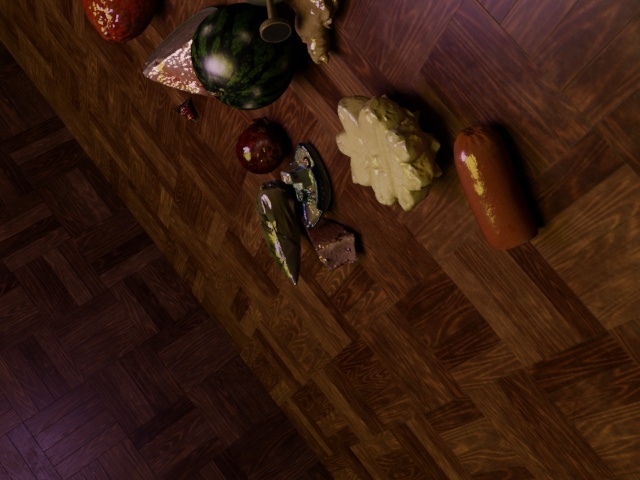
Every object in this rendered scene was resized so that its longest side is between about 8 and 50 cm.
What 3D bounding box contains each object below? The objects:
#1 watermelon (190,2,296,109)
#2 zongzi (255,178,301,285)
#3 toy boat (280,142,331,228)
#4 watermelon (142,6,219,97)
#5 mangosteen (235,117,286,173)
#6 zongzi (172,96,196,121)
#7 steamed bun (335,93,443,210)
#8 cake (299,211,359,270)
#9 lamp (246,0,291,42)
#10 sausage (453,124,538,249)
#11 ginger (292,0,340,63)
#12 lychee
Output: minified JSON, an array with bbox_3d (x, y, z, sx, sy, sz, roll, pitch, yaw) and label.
[{"bbox_3d":[-0.185,-0.457,1.770,0.269,0.269,0.268,40,150,29],"label":"watermelon"},{"bbox_3d":[-0.120,-0.031,2.201,0.274,0.125,0.250,-106,3,-48],"label":"zongzi"},{"bbox_3d":[-0.045,-0.152,2.039,0.114,0.115,0.261,24,140,48],"label":"toy boat"},{"bbox_3d":[-0.336,-0.506,2.040,0.222,0.319,0.292,49,-159,-25],"label":"watermelon"},{"bbox_3d":[-0.175,-0.276,2.114,0.146,0.155,0.181,33,-174,-9],"label":"mangosteen"},{"bbox_3d":[-0.479,-0.453,2.475,0.067,0.074,0.083,-128,21,-49],"label":"zongzi"},{"bbox_3d":[0.159,-0.217,1.609,0.292,0.137,0.295,50,159,10],"label":"steamed bun"},{"bbox_3d":[0.000,0.000,2.160,0.295,0.113,0.115,34,147,59],"label":"cake"},{"bbox_3d":[-0.121,-0.566,1.632,0.121,0.122,0.214,120,141,-62],"label":"lamp"},{"bbox_3d":[0.348,-0.109,1.440,0.114,0.114,0.259,2,123,59],"label":"sausage"},{"bbox_3d":[-0.015,-0.514,1.627,0.137,0.074,0.213,54,161,26],"label":"ginger"},{"bbox_3d":[-0.624,-0.761,2.194,0.255,0.255,0.299,117,149,-61],"label":"lychee"}]
